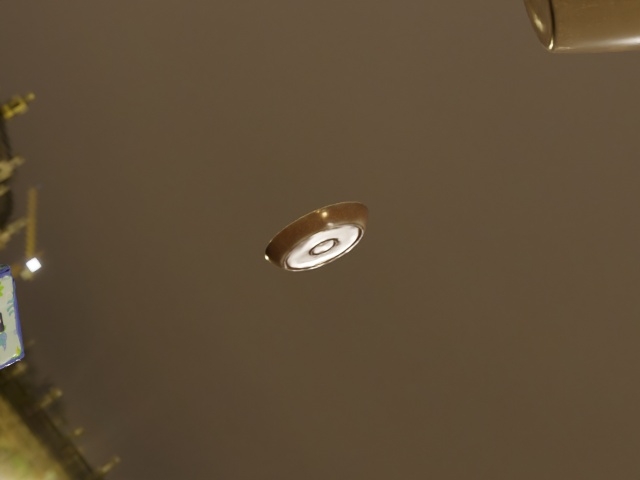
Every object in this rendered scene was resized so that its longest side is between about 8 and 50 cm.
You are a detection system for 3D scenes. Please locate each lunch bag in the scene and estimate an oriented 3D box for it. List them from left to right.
[{"bbox_3d":[-0.439,0.102,1.474,0.096,0.151,0.129,-136,-141,-56],"label":"lunch bag"}]

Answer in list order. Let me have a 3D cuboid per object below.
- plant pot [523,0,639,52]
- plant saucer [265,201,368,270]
[{"bbox_3d":[0.331,-0.295,1.275,0.263,0.229,0.263,-16,90,-89],"label":"plant pot"},{"bbox_3d":[0.000,0.000,1.808,0.168,0.168,0.029,103,-36,-63],"label":"plant saucer"}]
